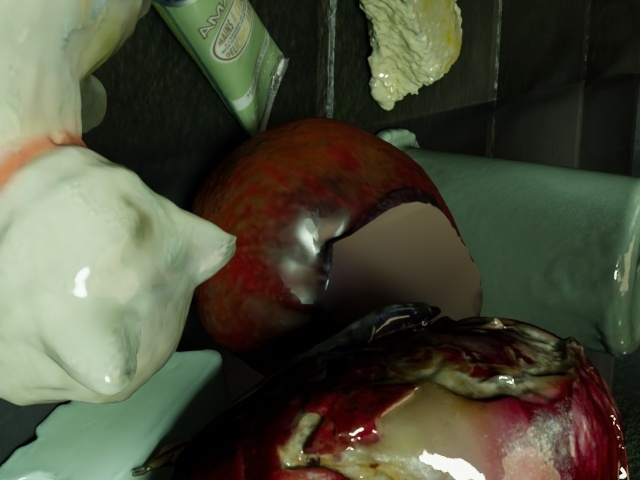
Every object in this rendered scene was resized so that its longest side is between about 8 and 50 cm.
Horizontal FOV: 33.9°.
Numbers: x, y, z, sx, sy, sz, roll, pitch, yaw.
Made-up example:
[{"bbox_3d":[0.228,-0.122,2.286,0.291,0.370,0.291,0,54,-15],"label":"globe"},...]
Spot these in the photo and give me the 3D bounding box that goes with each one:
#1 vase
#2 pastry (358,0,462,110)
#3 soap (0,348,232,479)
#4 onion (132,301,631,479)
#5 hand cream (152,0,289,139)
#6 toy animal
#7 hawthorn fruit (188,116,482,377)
[{"bbox_3d":[0.194,0.016,1.092,0.245,0.291,0.245,-33,128,-58],"label":"vase"},{"bbox_3d":[0.074,-0.242,1.017,0.121,0.089,0.258,-50,138,-28],"label":"pastry"},{"bbox_3d":[-0.115,0.222,0.753,0.160,0.087,0.265,-48,138,-48],"label":"soap"},{"bbox_3d":[0.050,0.172,0.637,0.232,0.314,0.314,58,23,15],"label":"onion"},{"bbox_3d":[-0.070,-0.154,0.792,0.235,0.055,0.086,50,55,-65],"label":"hand cream"},{"bbox_3d":[-0.129,-0.062,0.564,0.308,0.188,0.266,-44,126,-46],"label":"toy animal"},{"bbox_3d":[0.000,0.000,0.804,0.250,0.215,0.215,-107,-173,-60],"label":"hawthorn fruit"}]
